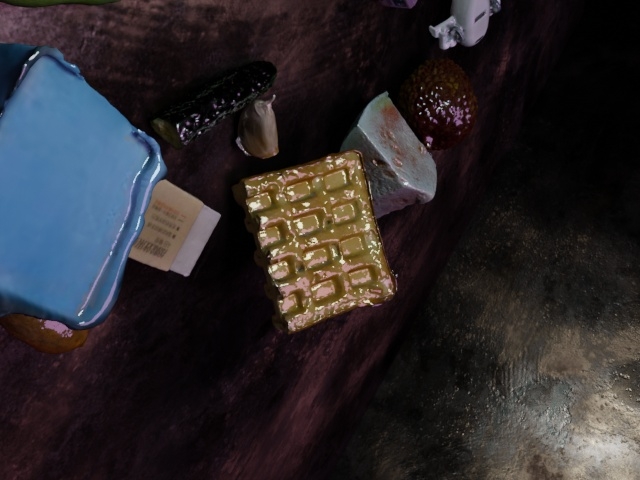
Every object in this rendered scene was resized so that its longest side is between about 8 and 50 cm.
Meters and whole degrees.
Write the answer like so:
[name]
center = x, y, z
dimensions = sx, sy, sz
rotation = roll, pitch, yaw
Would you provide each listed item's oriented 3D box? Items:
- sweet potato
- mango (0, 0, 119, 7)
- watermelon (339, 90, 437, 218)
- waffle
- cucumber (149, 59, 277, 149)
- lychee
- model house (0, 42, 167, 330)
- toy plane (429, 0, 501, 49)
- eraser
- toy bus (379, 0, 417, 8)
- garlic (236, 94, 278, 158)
[sweet potato]
center = -0.428, 0.075, 0.790
dimensions = 0.097, 0.097, 0.292
rotation = -56, 147, -18
[mango]
center = -0.305, -0.341, 0.643
dimensions = 0.251, 0.114, 0.156
rotation = -18, 120, -54
[watermelon]
center = 0.186, -0.183, 1.480
dimensions = 0.228, 0.258, 0.387
rotation = -48, 152, -26
[waffle]
center = 0.000, 0.000, 1.225
dimensions = 0.304, 0.077, 0.348
rotation = -17, 97, -28
[cucumber]
center = -0.169, -0.255, 1.006
dimensions = 0.300, 0.072, 0.072
rotation = -46, 147, -36
[lychee]
center = 0.327, -0.381, 1.605
dimensions = 0.236, 0.236, 0.271
rotation = 39, 57, -62
[model house]
center = -0.362, -0.062, 0.587
dimensions = 0.215, 0.303, 0.237
rotation = 52, 55, -68
[toy plane]
center = 0.423, -0.673, 1.648
dimensions = 0.267, 0.122, 0.266
rotation = -29, 145, -23
[eraser]
center = -0.301, -0.048, 0.928
dimensions = 0.144, 0.078, 0.343
rotation = -62, 154, -5
[toy bus]
center = 0.152, -0.595, 1.246
dimensions = 0.199, 0.108, 0.096
rotation = 24, 90, -63
[garlic]
center = -0.118, -0.226, 1.102
dimensions = 0.066, 0.084, 0.152
rotation = -68, 165, -48
